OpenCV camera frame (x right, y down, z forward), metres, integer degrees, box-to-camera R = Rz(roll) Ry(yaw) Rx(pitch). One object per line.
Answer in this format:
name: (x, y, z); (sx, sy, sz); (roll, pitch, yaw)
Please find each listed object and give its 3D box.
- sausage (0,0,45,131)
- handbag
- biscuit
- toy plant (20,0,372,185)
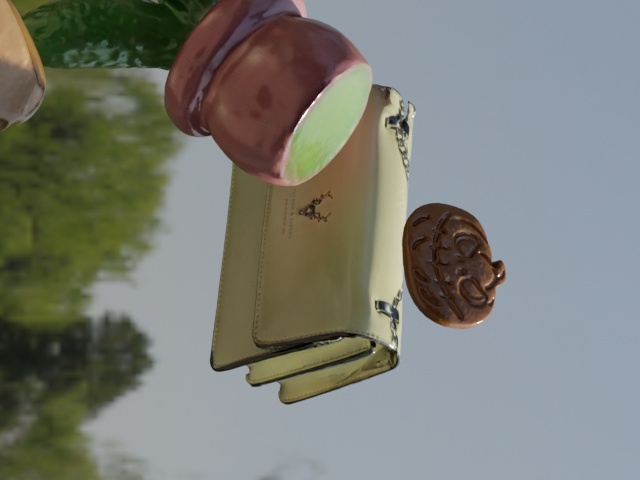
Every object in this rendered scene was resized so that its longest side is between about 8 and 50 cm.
sausage: (-0.339, -0.196, 1.626); (0.136, 0.120, 0.241); (22, -34, 47)
handbag: (0.000, 0.000, 2.232); (0.236, 0.160, 0.359); (-18, -126, 36)
biscuit: (0.090, 0.016, 1.186); (0.015, 0.078, 0.091); (-45, -135, 51)
toy plant: (-0.132, -0.216, 2.080); (0.356, 0.317, 0.211); (41, -39, 14)
